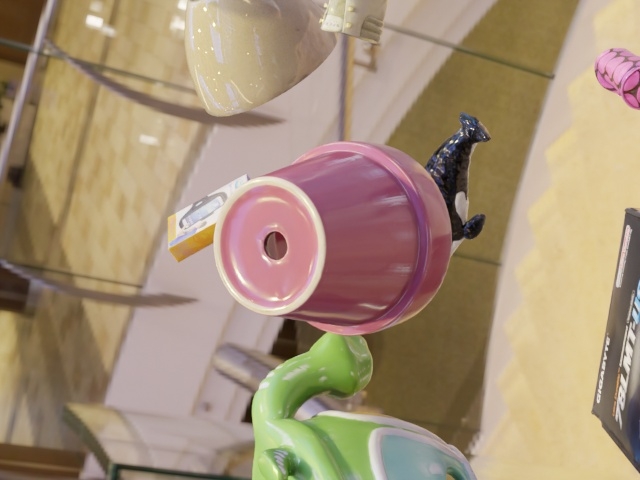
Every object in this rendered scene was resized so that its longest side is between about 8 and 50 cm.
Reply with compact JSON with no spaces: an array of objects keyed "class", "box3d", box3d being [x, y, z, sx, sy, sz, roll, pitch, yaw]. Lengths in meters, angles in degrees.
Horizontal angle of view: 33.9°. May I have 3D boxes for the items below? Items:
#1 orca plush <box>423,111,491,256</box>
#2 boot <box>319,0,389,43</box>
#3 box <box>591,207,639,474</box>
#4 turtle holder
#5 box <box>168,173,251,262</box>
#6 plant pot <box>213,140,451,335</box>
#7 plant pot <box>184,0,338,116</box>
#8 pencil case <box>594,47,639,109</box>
[{"class":"orca plush","box3d":[0.204,-0.065,1.762,0.151,0.102,0.287,42,128,16]},{"class":"boot","box3d":[0.030,-0.369,1.443,0.077,0.213,0.165,26,100,45]},{"class":"box","box3d":[0.422,0.125,1.281,0.293,0.073,0.296,-103,20,-79]},{"class":"turtle holder","box3d":[0.034,0.279,1.092,0.320,0.227,0.243,-126,35,-48]},{"class":"box","box3d":[-0.128,-0.033,1.315,0.136,0.028,0.081,-30,30,9]},{"class":"plant pot","box3d":[0.000,0.000,1.030,0.201,0.180,0.201,2,94,34]},{"class":"plant pot","box3d":[-0.137,-0.384,1.896,0.284,0.191,0.284,-25,29,15]},{"class":"pencil case","box3d":[0.583,-0.301,1.971,0.209,0.095,0.098,-83,-19,-71]}]
